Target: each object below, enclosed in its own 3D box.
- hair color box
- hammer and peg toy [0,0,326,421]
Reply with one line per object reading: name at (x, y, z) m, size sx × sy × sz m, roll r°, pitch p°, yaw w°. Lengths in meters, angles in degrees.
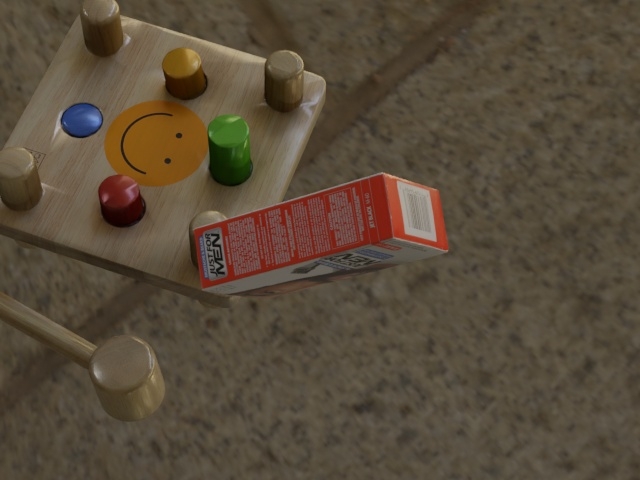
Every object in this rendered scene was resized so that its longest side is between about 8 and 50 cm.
hair color box at (0.000, 0.000, 1.081) m, size 0.093 × 0.167 × 0.053 m, roll 12°, pitch 68°, yaw -58°
hammer and peg toy at (-0.175, -0.042, 1.280) m, size 0.266 × 0.127 × 0.361 m, roll 19°, pitch 61°, yaw 9°
